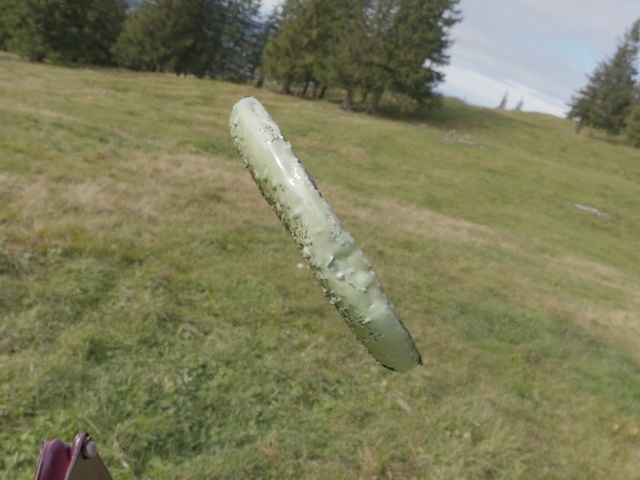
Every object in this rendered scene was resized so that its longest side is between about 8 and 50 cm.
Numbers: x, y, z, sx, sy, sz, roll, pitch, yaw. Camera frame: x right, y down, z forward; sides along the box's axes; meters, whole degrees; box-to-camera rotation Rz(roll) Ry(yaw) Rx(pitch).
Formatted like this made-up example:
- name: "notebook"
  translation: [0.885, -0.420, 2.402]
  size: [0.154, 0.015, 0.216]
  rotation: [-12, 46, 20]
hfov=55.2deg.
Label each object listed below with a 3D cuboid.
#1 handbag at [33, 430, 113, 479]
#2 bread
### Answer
- name: "handbag"
  translation: [-0.366, 0.431, 0.937]
  size: [0.074, 0.216, 0.203]
  rotation: [-14, 29, 0]
- name: "bread"
  translation: [0.000, 0.000, 0.517]
  size: [0.267, 0.040, 0.267]
  rotation: [58, -1, 1]
